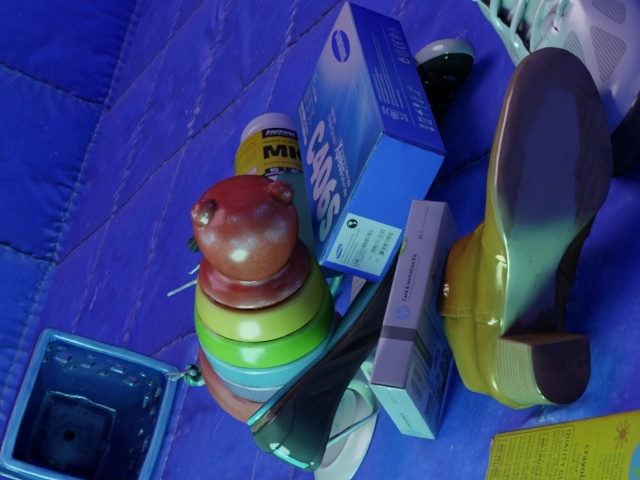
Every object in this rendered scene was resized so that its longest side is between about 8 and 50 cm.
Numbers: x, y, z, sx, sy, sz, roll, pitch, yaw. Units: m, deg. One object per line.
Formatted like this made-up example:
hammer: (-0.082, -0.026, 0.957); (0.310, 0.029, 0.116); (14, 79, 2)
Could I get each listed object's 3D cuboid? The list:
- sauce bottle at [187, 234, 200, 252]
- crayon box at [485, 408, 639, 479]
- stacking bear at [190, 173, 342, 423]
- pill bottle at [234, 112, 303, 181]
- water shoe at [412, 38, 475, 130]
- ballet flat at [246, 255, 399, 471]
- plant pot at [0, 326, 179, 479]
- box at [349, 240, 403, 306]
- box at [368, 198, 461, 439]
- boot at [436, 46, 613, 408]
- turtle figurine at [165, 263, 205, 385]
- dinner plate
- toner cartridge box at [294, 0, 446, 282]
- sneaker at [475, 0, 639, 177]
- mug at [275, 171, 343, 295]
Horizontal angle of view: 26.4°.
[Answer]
sauce bottle: (-0.187, -0.020, 2.276); (0.128, 0.042, 0.042); (-45, 29, 46)
crayon box: (0.207, 0.218, 0.889); (0.318, 0.081, 0.202); (-27, 45, 63)
stacking bear: (-0.065, 0.050, 1.461); (0.164, 0.175, 0.289); (-102, 2, -47)
pill bottle: (-0.059, -0.085, 1.886); (0.119, 0.119, 0.208); (-58, 22, 27)
water shoe: (0.124, -0.152, 1.574); (0.203, 0.073, 0.080); (129, 136, -52)
ballet flat: (0.032, 0.131, 1.401); (0.280, 0.096, 0.095); (-48, 1, -35)
plant pot: (-0.383, 0.295, 2.176); (0.212, 0.236, 0.236); (140, 147, -63)
box: (0.065, 0.045, 1.551); (0.081, 0.028, 0.136); (-44, 32, 49)
box: (0.097, 0.075, 1.284); (0.145, 0.038, 0.186); (58, -137, -60)
boot: (0.155, -0.006, 1.152); (0.211, 0.104, 0.295); (-176, 85, -74)
turtle figurine: (-0.114, 0.109, 1.826); (0.234, 0.118, 0.175); (-22, 62, 44)
dinner plate: (0.023, 0.209, 1.497); (0.141, 0.017, 0.141); (-53, 23, 33)
toner cartridge box: (0.045, -0.119, 1.502); (0.348, 0.075, 0.165); (-100, 32, -59)
sneaker: (0.160, -0.230, 1.245); (0.169, 0.257, 0.447); (-57, 22, 27)
mug: (0.000, -0.009, 1.663); (0.157, 0.097, 0.129); (80, -168, -50)
